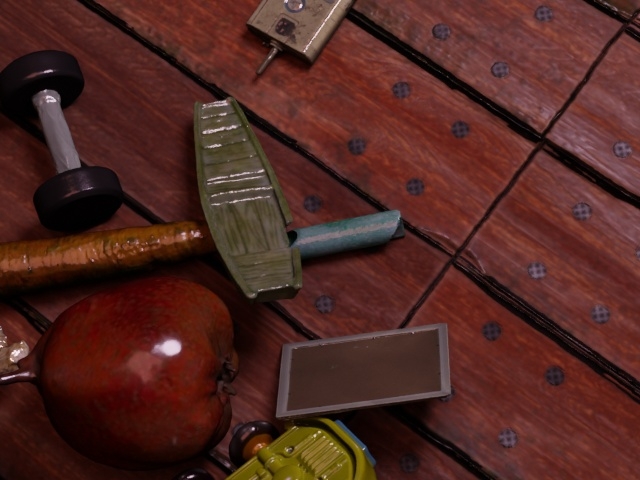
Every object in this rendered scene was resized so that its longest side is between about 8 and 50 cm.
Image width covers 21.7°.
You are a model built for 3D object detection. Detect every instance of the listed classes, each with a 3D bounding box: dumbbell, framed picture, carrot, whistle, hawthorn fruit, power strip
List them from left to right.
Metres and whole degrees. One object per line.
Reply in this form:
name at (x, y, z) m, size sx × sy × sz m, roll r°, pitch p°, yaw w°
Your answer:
dumbbell at (-0.297, -0.114, 1.894) m, size 0.100 × 0.100 × 0.191 m, roll -22°, pitch 70°, yaw 2°
carrot at (-0.248, 0.014, 1.866) m, size 0.314 × 0.066 × 0.066 m, roll -11°, pitch 72°, yaw 4°
hawthorn fruit at (-0.211, 0.138, 1.745) m, size 0.248 × 0.208 × 0.208 m, roll 4°, pitch 74°, yaw 2°
whistle at (0.000, 0.000, 1.844) m, size 0.186 × 0.039 × 0.039 m, roll -10°, pitch 72°, yaw 6°
power strip at (0.001, -0.299, 1.936) m, size 0.092 × 0.034 × 0.268 m, roll 31°, pitch 80°, yaw 16°
framed picture at (0.046, 0.139, 1.763) m, size 0.183 × 0.011 × 0.142 m, roll -8°, pitch 28°, yaw 6°

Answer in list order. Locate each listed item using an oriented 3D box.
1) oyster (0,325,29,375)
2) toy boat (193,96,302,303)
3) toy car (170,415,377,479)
oyster at (-0.412, 0.120, 1.842) m, size 0.191 × 0.081 × 0.163 m, roll -11°, pitch 85°, yaw 13°
toy boat at (-0.084, -0.038, 1.826) m, size 0.093 × 0.055 × 0.293 m, roll -9°, pitch 50°, yaw -13°
toy car at (-0.044, 0.300, 1.698) m, size 0.248 × 0.142 × 0.200 m, roll -35°, pitch 36°, yaw -7°
